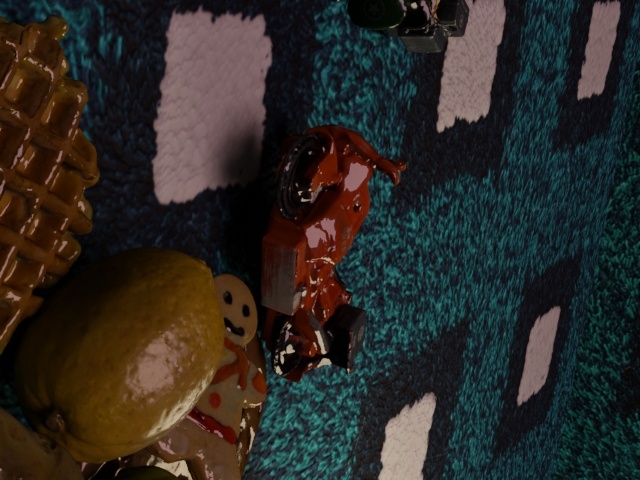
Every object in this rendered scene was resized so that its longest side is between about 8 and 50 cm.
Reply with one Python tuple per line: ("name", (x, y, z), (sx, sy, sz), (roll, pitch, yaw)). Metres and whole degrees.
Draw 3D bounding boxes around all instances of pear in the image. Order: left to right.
("pear", (-0.167, 0.259, 1.115), (0.092, 0.092, 0.097), (-59, 156, -27))

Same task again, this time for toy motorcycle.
("toy motorcycle", (0.000, 0.000, 1.347), (0.221, 0.148, 0.325), (-44, 146, -49))
("toy motorcycle", (0.101, -0.310, 1.398), (0.275, 0.125, 0.187), (42, 57, -61))

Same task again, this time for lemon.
("lemon", (-0.173, 0.098, 1.033), (0.207, 0.170, 0.170), (-46, 142, -32))

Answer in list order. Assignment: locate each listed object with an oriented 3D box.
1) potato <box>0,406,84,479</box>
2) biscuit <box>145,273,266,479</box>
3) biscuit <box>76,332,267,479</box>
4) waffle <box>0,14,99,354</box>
("potato", (-0.275, 0.245, 0.943), (0.192, 0.141, 0.296), (-37, 134, -28))
("biscuit", (-0.111, 0.133, 1.180), (0.153, 0.030, 0.234), (46, 42, -33))
("biscuit", (-0.167, 0.243, 1.241), (0.367, 0.063, 0.314), (-67, 154, -12))
("waffle", (-0.274, -0.032, 0.895), (0.300, 0.058, 0.281), (-56, 147, -31))
